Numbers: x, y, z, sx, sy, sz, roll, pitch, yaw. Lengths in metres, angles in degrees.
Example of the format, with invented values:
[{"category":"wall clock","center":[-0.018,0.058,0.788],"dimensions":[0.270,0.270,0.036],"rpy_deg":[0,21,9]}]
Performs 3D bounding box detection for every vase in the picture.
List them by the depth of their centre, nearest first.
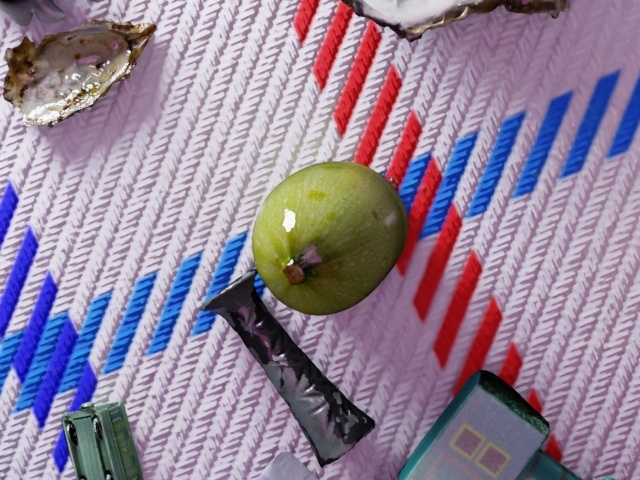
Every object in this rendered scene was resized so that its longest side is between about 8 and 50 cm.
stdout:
[{"category":"vase","center":[-0.027,0.103,1.341],"dimensions":[0.059,0.059,0.167],"rpy_deg":[-38,89,6]}]

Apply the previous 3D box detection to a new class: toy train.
[{"category":"toy train","center":[0.179,0.257,1.303],"dimensions":[0.298,0.120,0.194],"rpy_deg":[36,90,2]},{"category":"toy train","center":[-0.179,0.177,1.358],"dimensions":[0.038,0.056,0.093],"rpy_deg":[-14,91,23]}]

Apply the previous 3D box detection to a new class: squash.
[{"category":"squash","center":[0.000,0.000,1.274],"dimensions":[0.123,0.186,0.123],"rpy_deg":[1,97,10]}]

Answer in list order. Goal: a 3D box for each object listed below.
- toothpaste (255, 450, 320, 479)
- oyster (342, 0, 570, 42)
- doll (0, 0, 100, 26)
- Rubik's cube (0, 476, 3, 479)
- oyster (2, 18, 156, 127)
[{"category":"toothpaste","center":[-0.107,0.352,1.354],"dimensions":[0.125,0.080,0.371],"rpy_deg":[41,90,1]},{"category":"oyster","center":[0.083,-0.267,1.302],"dimensions":[0.214,0.083,0.223],"rpy_deg":[-9,87,2]},{"category":"doll","center":[-0.263,-0.234,1.340],"dimensions":[0.195,0.070,0.096],"rpy_deg":[23,110,10]},{"category":"Rubik's cube","center":[-0.338,0.293,1.302],"dimensions":[0.207,0.205,0.205],"rpy_deg":[-31,90,5]},{"category":"oyster","center":[-0.199,-0.139,1.358],"dimensions":[0.132,0.029,0.086],"rpy_deg":[-4,98,2]}]
